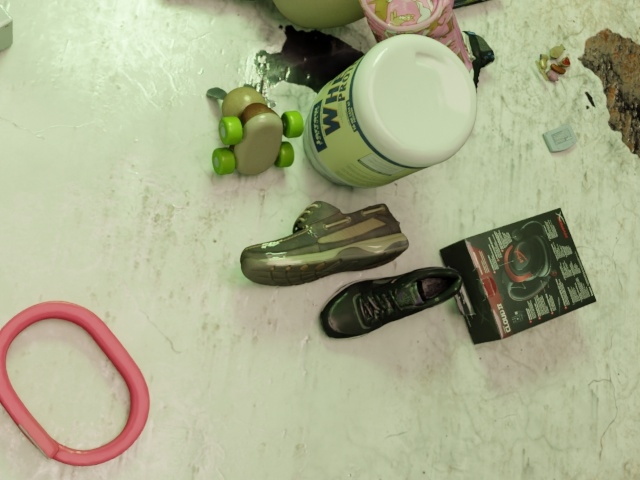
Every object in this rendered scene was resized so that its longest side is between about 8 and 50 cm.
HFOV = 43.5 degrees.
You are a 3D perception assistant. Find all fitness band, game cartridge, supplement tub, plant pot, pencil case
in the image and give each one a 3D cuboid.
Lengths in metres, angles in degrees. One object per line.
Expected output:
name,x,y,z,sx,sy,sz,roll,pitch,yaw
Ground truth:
fitness band,-0.416,0.239,1.338,0.209,0.054,0.290,-38,94,-28
game cartridge,0.561,-0.237,1.874,0.083,0.017,0.056,-22,82,-25
supplement tub,0.116,-0.226,1.507,0.236,0.325,0.235,3,82,-21
plant pot,0.056,-0.553,1.574,0.284,0.191,0.284,-20,119,-41
pencil case,0.194,-0.408,1.564,0.167,0.386,0.160,-39,72,8

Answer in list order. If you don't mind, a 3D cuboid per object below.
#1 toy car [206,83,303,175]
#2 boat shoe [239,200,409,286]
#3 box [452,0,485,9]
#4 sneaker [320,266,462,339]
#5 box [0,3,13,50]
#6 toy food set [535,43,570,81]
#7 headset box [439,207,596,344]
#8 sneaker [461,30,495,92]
toy car,-0.146,-0.234,1.544,0.155,0.149,0.188,-10,52,-28
boat shoe,0.000,0.000,1.537,0.356,0.132,0.130,-8,70,-32
box,0.295,-0.626,1.836,0.233,0.059,0.183,-20,84,-25
sneaker,0.136,0.107,1.537,0.283,0.124,0.107,-20,86,-13
box,-0.597,-0.369,1.382,0.102,0.101,0.087,-41,95,-24
toy food set,0.556,-0.418,1.917,0.122,0.019,0.077,-29,89,-33
headset box,0.401,0.077,1.678,0.293,0.110,0.218,-17,84,-25
sneaker,0.342,-0.372,1.781,0.121,0.079,0.216,-8,79,-22
